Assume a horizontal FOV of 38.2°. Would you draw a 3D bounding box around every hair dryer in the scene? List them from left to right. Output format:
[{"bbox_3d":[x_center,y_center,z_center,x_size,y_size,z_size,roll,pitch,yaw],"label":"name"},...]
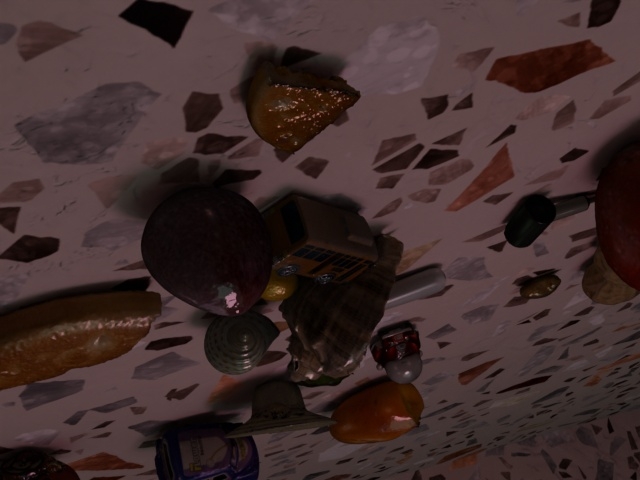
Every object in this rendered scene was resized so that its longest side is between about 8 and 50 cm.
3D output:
[{"bbox_3d":[0.419,-0.048,1.610,0.197,0.057,0.100,-16,158,-21],"label":"hair dryer"}]

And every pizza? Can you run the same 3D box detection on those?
[{"bbox_3d":[-0.406,0.154,1.379,0.365,0.074,0.182,-21,154,2],"label":"pizza"},{"bbox_3d":[-0.022,-0.157,1.047,0.130,0.041,0.178,-22,156,11],"label":"pizza"}]

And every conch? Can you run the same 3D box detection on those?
[{"bbox_3d":[-0.137,0.165,1.574,0.135,0.102,0.153,-23,-169,-19],"label":"conch"},{"bbox_3d":[0.015,0.112,1.506,0.210,0.158,0.291,-59,172,-76],"label":"conch"}]

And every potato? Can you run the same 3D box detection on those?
[{"bbox_3d":[0.468,0.101,1.963,0.092,0.045,0.046,-23,120,2],"label":"potato"}]

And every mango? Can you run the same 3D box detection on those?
[{"bbox_3d":[0.124,0.440,2.321,0.257,0.138,0.187,-25,174,21],"label":"mango"}]

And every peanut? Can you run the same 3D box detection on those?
[{"bbox_3d":[0.613,0.052,1.883,0.136,0.120,0.298,5,156,2],"label":"peanut"}]

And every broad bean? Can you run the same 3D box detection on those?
[{"bbox_3d":[-0.005,0.298,2.024,0.061,0.046,0.195,-31,152,30],"label":"broad bean"}]

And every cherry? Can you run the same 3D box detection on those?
[{"bbox_3d":[-0.140,0.011,1.166,0.176,0.176,0.140,0,124,-37],"label":"cherry"}]

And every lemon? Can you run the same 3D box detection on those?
[{"bbox_3d":[-0.076,0.063,1.449,0.092,0.065,0.065,9,146,-23],"label":"lemon"}]

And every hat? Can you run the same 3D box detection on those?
[{"bbox_3d":[-0.091,0.359,2.007,0.251,0.110,0.252,-8,167,-2],"label":"hat"}]

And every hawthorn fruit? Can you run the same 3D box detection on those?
[{"bbox_3d":[0.572,-0.043,1.496,0.284,0.284,0.284,-16,156,-7],"label":"hawthorn fruit"}]

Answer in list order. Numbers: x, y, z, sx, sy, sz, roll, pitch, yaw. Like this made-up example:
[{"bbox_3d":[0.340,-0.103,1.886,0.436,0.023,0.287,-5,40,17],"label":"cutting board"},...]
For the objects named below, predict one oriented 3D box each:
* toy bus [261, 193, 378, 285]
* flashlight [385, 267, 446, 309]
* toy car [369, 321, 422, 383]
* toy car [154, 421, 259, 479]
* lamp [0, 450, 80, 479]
[{"bbox_3d":[0.000,0.000,1.339,0.103,0.091,0.182,-33,151,29],"label":"toy bus"},{"bbox_3d":[0.137,0.096,1.702,0.200,0.048,0.093,-19,157,-7],"label":"flashlight"},{"bbox_3d":[0.172,0.249,1.970,0.112,0.112,0.139,-17,157,-5],"label":"toy car"},{"bbox_3d":[-0.249,0.489,2.085,0.235,0.172,0.158,-9,154,-18],"label":"toy car"},{"bbox_3d":[-0.597,0.535,1.893,0.226,0.227,0.227,-16,156,-7],"label":"lamp"}]
